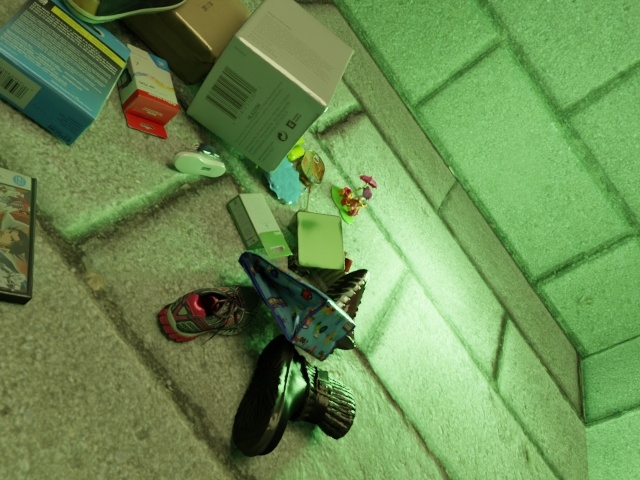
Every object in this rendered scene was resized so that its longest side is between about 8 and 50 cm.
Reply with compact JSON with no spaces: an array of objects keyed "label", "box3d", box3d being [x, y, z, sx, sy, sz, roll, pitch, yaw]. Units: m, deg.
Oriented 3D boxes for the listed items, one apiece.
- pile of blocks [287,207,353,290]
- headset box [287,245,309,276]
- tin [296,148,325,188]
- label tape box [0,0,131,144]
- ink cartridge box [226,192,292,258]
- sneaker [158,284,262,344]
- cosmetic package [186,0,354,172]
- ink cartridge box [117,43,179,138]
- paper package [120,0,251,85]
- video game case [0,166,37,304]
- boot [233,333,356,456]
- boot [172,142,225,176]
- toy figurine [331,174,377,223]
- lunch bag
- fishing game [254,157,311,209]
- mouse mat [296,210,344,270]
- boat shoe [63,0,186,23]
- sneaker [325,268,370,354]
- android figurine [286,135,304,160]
[{"label":"pile of blocks","box3d":[0.040,0.038,1.855,0.362,0.112,0.149,60,30,6]},{"label":"headset box","box3d":[-0.066,0.060,1.758,0.062,0.032,0.083,36,37,-31]},{"label":"tin","box3d":[-0.036,-0.263,2.115,0.106,0.040,0.190,48,30,-22]},{"label":"label tape box","box3d":[-0.611,-0.420,1.352,0.249,0.115,0.348,38,31,-30]},{"label":"ink cartridge box","box3d":[-0.176,-0.032,1.657,0.109,0.062,0.209,-9,69,-58]},{"label":"sneaker","box3d":[-0.227,0.160,1.345,0.299,0.112,0.121,-12,70,-60]},{"label":"cosmetic package","box3d":[-0.146,-0.501,1.805,0.327,0.329,0.394,35,43,-14]},{"label":"ink cartridge box","box3d":[-0.469,-0.403,1.572,0.134,0.078,0.231,11,53,-51]},{"label":"paper package","box3d":[-0.416,-0.706,1.813,0.309,0.168,0.325,43,43,-22]},{"label":"video game case","box3d":[-0.633,-0.036,1.019,0.248,0.035,0.275,22,44,-45]},{"label":"boot","box3d":[-0.044,0.406,1.354,0.260,0.131,0.348,46,31,-18]},{"label":"boot","box3d":[-0.349,-0.233,1.608,0.190,0.069,0.086,12,44,-61]},{"label":"toy figurine","box3d":[0.144,-0.170,2.162,0.130,0.159,0.173,25,43,-42]},{"label":"lunch bag","box3d":[-0.079,0.140,1.461,0.293,0.138,0.221,42,-4,31]},{"label":"fishing game","box3d":[-0.126,-0.199,1.919,0.264,0.041,0.189,38,41,-37]},{"label":"mouse mat","box3d":[0.000,0.000,1.777,0.152,0.007,0.190,7,64,-19]},{"label":"boat shoe","box3d":[-0.459,-0.711,1.525,0.187,0.156,0.500,49,41,-8]},{"label":"sneaker","box3d":[0.077,0.221,1.708,0.281,0.106,0.163,-45,113,-30]},{"label":"android figurine","box3d":[-0.152,-0.395,2.053,0.248,0.056,0.273,55,29,-4]}]
